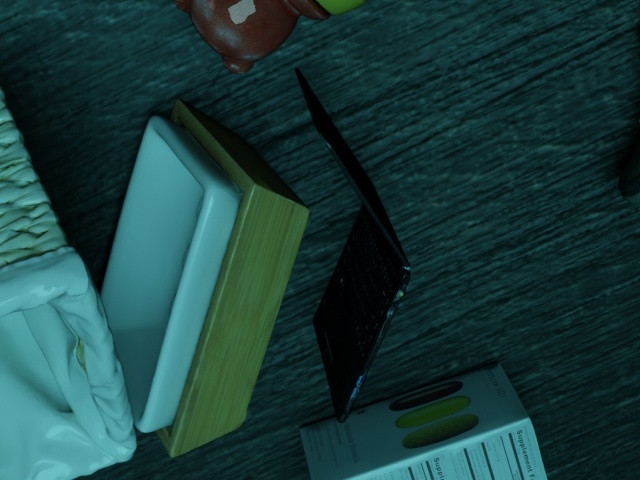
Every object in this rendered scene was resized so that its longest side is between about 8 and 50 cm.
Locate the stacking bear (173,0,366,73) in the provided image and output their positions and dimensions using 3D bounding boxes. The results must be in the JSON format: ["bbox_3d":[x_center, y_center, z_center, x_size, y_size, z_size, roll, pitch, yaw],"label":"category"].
[{"bbox_3d":[-0.002,-0.281,1.268,0.289,0.164,0.175,-37,111,13],"label":"stacking bear"}]

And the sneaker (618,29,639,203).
[{"bbox_3d":[0.360,-0.153,1.398,0.130,0.087,0.227,32,101,-16],"label":"sneaker"}]

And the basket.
[{"bbox_3d":[-0.375,0.082,1.212,0.331,0.266,0.328,-21,147,-13],"label":"basket"}]

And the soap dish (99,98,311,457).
[{"bbox_3d":[-0.123,0.034,1.344,0.118,0.229,0.291,8,111,-28],"label":"soap dish"}]

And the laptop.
[{"bbox_3d":[0.000,0.000,1.331,0.136,0.234,0.264,19,108,-13],"label":"laptop"}]

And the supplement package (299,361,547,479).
[{"bbox_3d":[0.117,0.256,1.500,0.244,0.139,0.134,-19,114,-1],"label":"supplement package"}]
